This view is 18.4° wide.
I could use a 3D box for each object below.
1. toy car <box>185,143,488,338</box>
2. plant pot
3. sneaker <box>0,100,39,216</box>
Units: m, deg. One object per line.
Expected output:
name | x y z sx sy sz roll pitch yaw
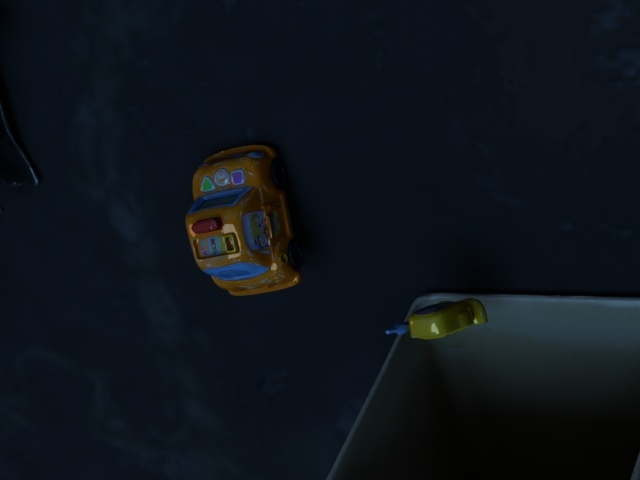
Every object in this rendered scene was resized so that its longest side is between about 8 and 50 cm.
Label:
toy car | 0.000 0.000 0.723 0.122 0.040 0.060 10 103 29
plant pot | 0.080 0.091 0.715 0.109 0.109 0.096 0 129 27
sneaker | -0.163 -0.090 0.758 0.089 0.051 0.170 14 129 21
